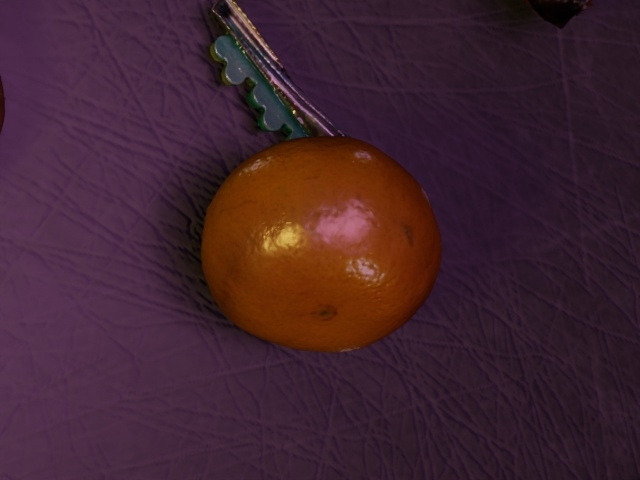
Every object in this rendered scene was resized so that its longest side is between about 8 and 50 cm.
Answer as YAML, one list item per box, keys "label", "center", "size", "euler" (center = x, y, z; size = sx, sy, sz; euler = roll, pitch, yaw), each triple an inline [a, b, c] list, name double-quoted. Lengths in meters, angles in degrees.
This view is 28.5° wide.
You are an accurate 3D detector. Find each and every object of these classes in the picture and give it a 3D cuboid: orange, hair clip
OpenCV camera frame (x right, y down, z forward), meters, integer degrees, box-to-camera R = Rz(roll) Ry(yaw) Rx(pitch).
- label: "orange"
  center: [0.000, 0.000, 0.816]
  size: [0.156, 0.156, 0.124]
  euler: [16, 46, -23]
- label: "hair clip"
  center: [-0.022, -0.089, 0.861]
  size: [0.049, 0.049, 0.173]
  euler: [-45, 101, -17]

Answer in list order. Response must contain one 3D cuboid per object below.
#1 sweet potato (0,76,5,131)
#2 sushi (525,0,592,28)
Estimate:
- label: "sweet potato"
  center: [-0.225, -0.129, 0.769]
  size: [0.058, 0.055, 0.202]
  euler: [1, 93, 12]
- label: "sushi"
  center: [0.122, -0.255, 0.896]
  size: [0.226, 0.103, 0.097]
  euler: [40, 106, -20]
